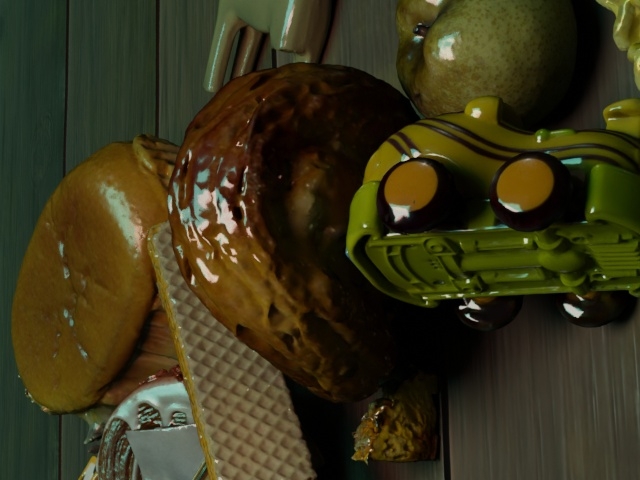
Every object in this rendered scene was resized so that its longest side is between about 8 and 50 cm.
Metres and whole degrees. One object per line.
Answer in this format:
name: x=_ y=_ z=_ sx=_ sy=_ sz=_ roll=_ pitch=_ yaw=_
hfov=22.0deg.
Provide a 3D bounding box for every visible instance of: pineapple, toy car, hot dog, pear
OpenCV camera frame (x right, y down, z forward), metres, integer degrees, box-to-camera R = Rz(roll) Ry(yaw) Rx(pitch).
pineapple: x=0.065 y=0.171 z=1.475 sx=0.114 sy=0.077 sz=0.114 roll=-57 pitch=8 yaw=-26
toy car: x=0.144 y=-0.032 z=1.227 sx=0.248 sy=0.200 sz=0.142 roll=-1 pitch=63 yaw=21
hot dog: x=0.000 y=0.000 z=1.405 sx=0.174 sy=0.387 sz=0.267 roll=8 pitch=79 yaw=15
pear: x=0.132 y=-0.165 z=1.349 sx=0.167 sy=0.136 sz=0.167 roll=178 pitch=90 yaw=-70

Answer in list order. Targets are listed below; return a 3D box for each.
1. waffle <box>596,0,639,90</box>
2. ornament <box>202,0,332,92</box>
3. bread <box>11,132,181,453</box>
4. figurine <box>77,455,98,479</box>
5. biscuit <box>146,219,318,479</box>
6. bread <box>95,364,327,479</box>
waffle: x=0.287 y=-0.227 z=1.182 sx=0.250 sy=0.056 sz=0.261 roll=-40 pitch=55 yaw=47
ornament: x=-0.033 y=-0.247 z=1.715 sx=0.230 sy=0.061 sz=0.245 roll=34 pitch=116 yaw=54
bread: x=-0.228 y=0.053 z=1.857 sx=0.389 sy=0.183 sz=0.236 roll=-60 pitch=40 yaw=32
figurine: x=-0.186 y=0.336 z=1.778 sx=0.262 sy=0.154 sz=0.180 roll=26 pitch=117 yaw=47
biscuit: x=-0.087 y=0.116 z=1.546 sx=0.054 sy=0.094 sz=0.379 roll=94 pitch=163 yaw=-45
bread: x=-0.113 y=0.228 z=1.631 sx=0.212 sy=0.142 sz=0.224 roll=39 pitch=111 yaw=20
